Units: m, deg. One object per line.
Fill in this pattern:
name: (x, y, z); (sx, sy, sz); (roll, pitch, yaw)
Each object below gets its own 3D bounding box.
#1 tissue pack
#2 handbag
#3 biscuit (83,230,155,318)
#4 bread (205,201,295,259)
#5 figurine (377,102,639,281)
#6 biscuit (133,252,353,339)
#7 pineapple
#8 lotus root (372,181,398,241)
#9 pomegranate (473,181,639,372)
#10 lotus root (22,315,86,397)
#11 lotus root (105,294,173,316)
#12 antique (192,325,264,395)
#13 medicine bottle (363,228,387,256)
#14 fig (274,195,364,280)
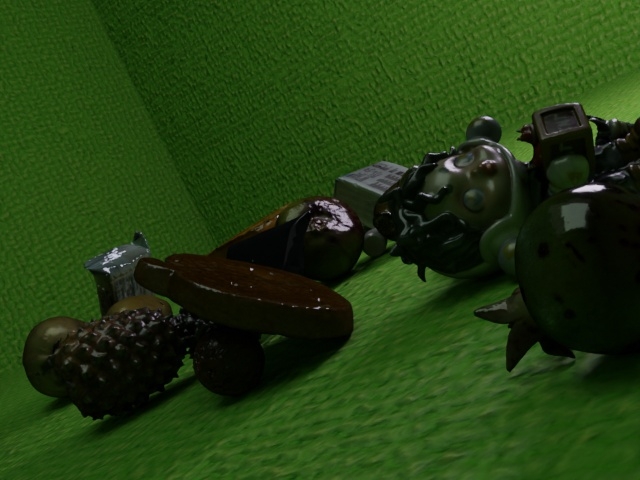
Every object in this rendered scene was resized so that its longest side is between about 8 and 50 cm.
tissue pack: (0.148, -0.089, 1.957); (0.159, 0.145, 0.229); (23, 26, 25)
handbag: (-0.106, 0.074, 1.536); (0.089, 0.210, 0.254); (22, -28, -33)
biscuit: (-0.473, 0.149, 1.967); (0.079, 0.309, 0.186); (24, 41, 31)
bread: (-0.121, 0.033, 1.879); (0.312, 0.172, 0.312); (-28, 7, 4)
figurine: (0.265, -0.064, 1.061); (0.382, 0.186, 0.261); (-19, 34, 16)
biscuit: (-0.119, 0.081, 1.202); (0.314, 0.063, 0.367); (9, 6, -18)
pineapple: (-0.261, 0.162, 1.363); (0.361, 0.175, 0.175); (-29, 6, -16)
lotus root: (0.195, -0.071, 1.667); (0.123, 0.124, 0.241); (-35, -1, 35)
pomegranate: (0.219, 0.037, 0.651); (0.149, 0.148, 0.169); (-30, -30, -34)
lotus root: (-0.594, 0.267, 1.846); (0.183, 0.182, 0.310); (-29, 3, -24)
lotus root: (-0.420, 0.200, 1.845); (0.131, 0.146, 0.303); (-14, 4, 9)
antique: (-0.125, 0.164, 1.108); (0.104, 0.104, 0.104); (-26, 6, 3)
medicine bottle: (0.115, 0.003, 1.709); (0.052, 0.052, 0.089); (-25, 6, 11)
fig: (0.000, 0.000, 1.652); (0.181, 0.181, 0.191); (-26, -25, 0)
